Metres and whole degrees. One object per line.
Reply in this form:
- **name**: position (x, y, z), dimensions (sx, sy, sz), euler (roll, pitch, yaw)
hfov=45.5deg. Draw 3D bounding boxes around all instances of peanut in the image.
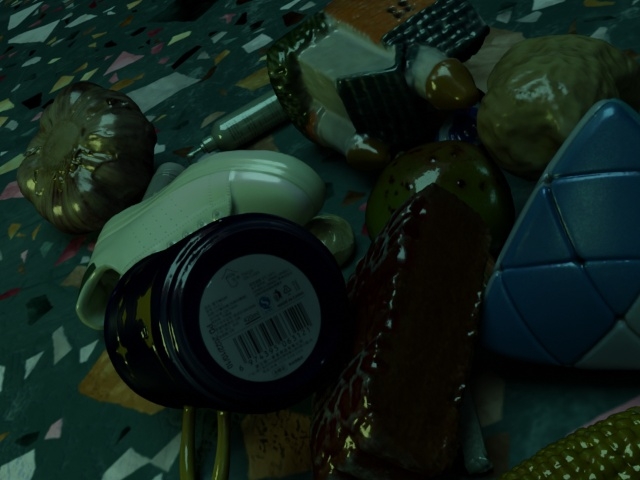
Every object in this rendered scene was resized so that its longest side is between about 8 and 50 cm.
- **peanut**: position (0.248, -0.147, 0.822), dimensions (0.159, 0.143, 0.291), euler (13, 24, 28)

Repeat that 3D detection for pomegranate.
- **pomegranate**: position (0.137, -0.013, 0.797), dimensions (0.159, 0.159, 0.205), euler (-27, 66, -1)

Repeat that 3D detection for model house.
- **model house**: position (0.113, -0.203, 1.000), dimensions (0.271, 0.190, 0.301), euler (-34, 41, -9)

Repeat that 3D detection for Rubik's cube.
- **Rubik's cube**: position (0.257, 0.050, 0.665), dimensions (0.254, 0.254, 0.254), euler (-16, 38, 13)

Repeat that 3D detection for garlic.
- **garlic**: position (-0.353, -0.120, 1.197), dimensions (0.245, 0.160, 0.245), euler (-10, 67, 26)

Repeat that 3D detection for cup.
- **cup**: position (-0.078, 0.113, 0.712), dimensions (0.178, 0.255, 0.256), euler (-22, 1, -24)

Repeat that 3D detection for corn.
- **corn**: position (0.158, 0.211, 0.556), dimensions (0.262, 0.097, 0.097), euler (-30, 37, -8)

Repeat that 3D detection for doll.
- **doll**: position (0.188, -0.137, 0.974), dimensions (0.096, 0.070, 0.195), euler (-31, 20, 49)

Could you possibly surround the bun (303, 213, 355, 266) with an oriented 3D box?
- **bun**: position (0.000, 0.000, 0.928), dimensions (0.086, 0.055, 0.086), euler (-17, 36, 13)

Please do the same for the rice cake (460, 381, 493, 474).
- **rice cake**: position (0.131, 0.158, 0.693), dimensions (0.022, 0.021, 0.121), euler (-23, 35, 13)

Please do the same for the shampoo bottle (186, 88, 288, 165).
- **shampoo bottle**: position (-0.129, -0.180, 1.215), dimensions (0.195, 0.056, 0.056), euler (-30, 37, -6)

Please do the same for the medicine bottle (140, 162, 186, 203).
- **medicine bottle**: position (-0.230, -0.068, 1.139), dimensions (0.058, 0.058, 0.091), euler (-11, 40, 19)

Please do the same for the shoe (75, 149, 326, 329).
- **shoe**: position (-0.161, 0.014, 0.919), dimensions (0.363, 0.132, 0.160), euler (-19, 39, 33)

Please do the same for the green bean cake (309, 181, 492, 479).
- **green bean cake**: position (0.066, 0.097, 0.663), dimensions (0.198, 0.097, 0.232), euler (-54, 18, 45)
